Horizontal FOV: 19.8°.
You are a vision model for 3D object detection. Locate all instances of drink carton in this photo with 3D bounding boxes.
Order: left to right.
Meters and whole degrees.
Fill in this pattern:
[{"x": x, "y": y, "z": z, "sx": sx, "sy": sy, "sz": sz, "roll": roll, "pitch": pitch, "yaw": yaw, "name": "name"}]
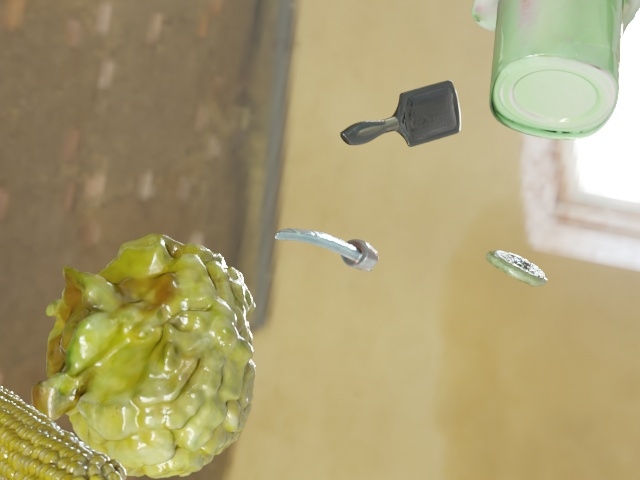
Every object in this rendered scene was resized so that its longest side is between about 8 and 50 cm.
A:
[{"x": 0.207, "y": -0.176, "z": 1.588, "sx": 0.144, "sy": 0.146, "sz": 0.142, "roll": 105, "pitch": 176, "yaw": -53, "name": "drink carton"}]

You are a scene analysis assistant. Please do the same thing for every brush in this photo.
[{"x": 0.090, "y": -0.130, "z": 2.013, "sx": 0.193, "sy": 0.016, "sz": 0.063, "roll": -19, "pitch": -79, "yaw": -41, "name": "brush"}]

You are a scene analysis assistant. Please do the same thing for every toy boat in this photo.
[{"x": -0.001, "y": 0.000, "z": 2.110, "sx": 0.034, "sy": 0.122, "sz": 0.096, "roll": -70, "pitch": 20, "yaw": 0, "name": "toy boat"}]

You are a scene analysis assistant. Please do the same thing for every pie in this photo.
[{"x": 0.245, "y": 0.033, "z": 2.261, "sx": 0.021, "sy": 0.084, "sz": 0.084, "roll": -67, "pitch": -15, "yaw": 13, "name": "pie"}]

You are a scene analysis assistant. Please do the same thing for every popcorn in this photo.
[{"x": -0.182, "y": 0.128, "z": 1.994, "sx": 0.270, "sy": 0.258, "sz": 0.224, "roll": -41, "pitch": -25, "yaw": -22, "name": "popcorn"}]

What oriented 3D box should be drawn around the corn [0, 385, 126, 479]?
[{"x": -0.245, "y": 0.190, "z": 1.572, "sx": 0.086, "sy": 0.288, "sz": 0.087, "roll": -13, "pitch": -67, "yaw": -32, "name": "corn"}]
